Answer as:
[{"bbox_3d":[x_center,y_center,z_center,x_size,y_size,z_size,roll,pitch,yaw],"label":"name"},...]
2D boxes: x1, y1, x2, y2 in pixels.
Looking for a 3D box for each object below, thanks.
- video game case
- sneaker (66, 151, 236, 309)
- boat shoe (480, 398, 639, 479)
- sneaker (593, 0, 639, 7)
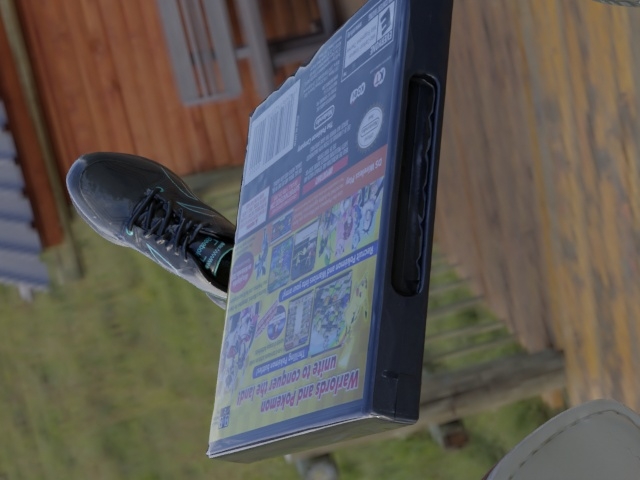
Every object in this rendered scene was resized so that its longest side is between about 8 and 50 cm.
[{"bbox_3d":[0.000,0.000,0.837,0.275,0.035,0.248,149,130,-65],"label":"video game case"},{"bbox_3d":[-0.143,-0.013,1.461,0.267,0.101,0.106,32,172,-11],"label":"sneaker"},{"bbox_3d":[0.108,0.224,0.853,0.116,0.324,0.097,43,143,-1],"label":"boat shoe"},{"bbox_3d":[0.241,-0.264,0.571,0.158,0.410,0.182,34,-160,-50],"label":"sneaker"}]
